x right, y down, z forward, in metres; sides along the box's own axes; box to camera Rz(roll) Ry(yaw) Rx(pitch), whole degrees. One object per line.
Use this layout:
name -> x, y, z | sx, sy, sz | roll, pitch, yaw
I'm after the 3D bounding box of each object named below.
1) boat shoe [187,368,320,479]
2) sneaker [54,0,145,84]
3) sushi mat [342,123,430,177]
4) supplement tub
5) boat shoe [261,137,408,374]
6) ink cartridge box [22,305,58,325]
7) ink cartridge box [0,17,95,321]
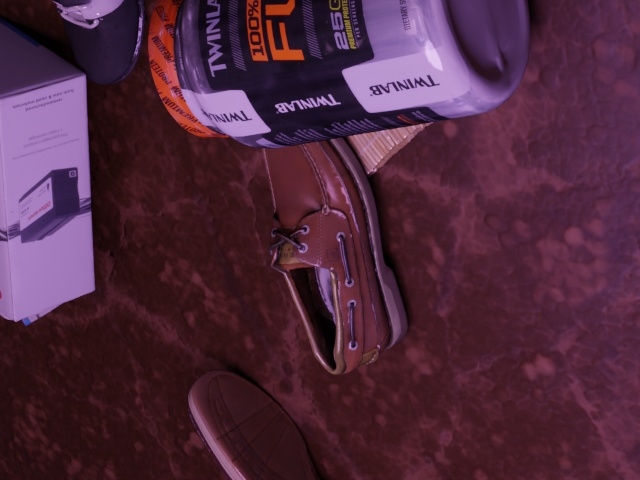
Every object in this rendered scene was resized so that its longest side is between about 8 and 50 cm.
boat shoe -> -0.065, 0.318, 1.891 | 0.342, 0.123, 0.123 | 50, 133, -4
sneaker -> -0.287, -0.317, 1.697 | 0.122, 0.146, 0.330 | 15, 123, 30
sushi mat -> -0.006, -0.224, 1.611 | 0.316, 0.019, 0.151 | 53, 133, 1
supplement tub -> 0.013, -0.201, 1.462 | 0.338, 0.207, 0.207 | -8, 109, 34
boat shoe -> 0.000, 0.000, 1.655 | 0.111, 0.104, 0.307 | -7, 110, 54
ink cartridge box -> -0.384, 0.078, 2.066 | 0.083, 0.028, 0.048 | -27, 96, 44
ink cartridge box -> -0.392, -0.091, 1.878 | 0.223, 0.129, 0.307 | 33, 132, 40
